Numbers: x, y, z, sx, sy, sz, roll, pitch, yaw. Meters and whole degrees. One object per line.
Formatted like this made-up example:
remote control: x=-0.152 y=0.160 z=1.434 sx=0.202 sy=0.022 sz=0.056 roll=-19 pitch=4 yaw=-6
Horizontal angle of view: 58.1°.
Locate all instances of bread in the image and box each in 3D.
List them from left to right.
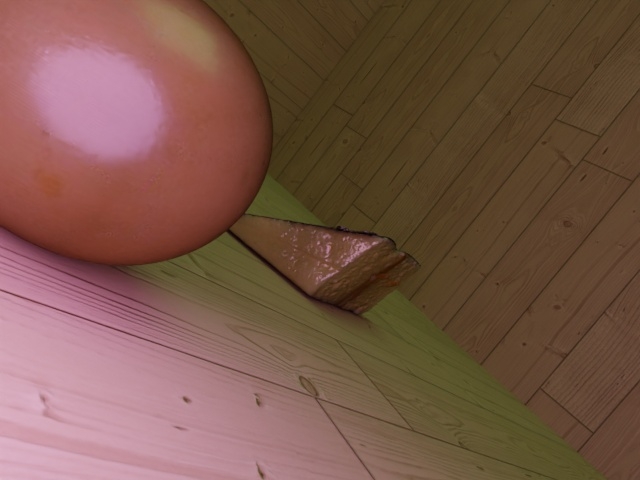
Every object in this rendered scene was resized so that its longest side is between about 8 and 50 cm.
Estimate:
bread: x=0.000 y=0.000 z=1.411 sx=0.405 sy=0.242 sz=0.346 roll=43 pitch=4 yaw=17

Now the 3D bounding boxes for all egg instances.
egg: x=-0.231 y=-0.137 z=0.591 sx=0.374 sy=0.301 sz=0.301 roll=32 pitch=6 yaw=-1
